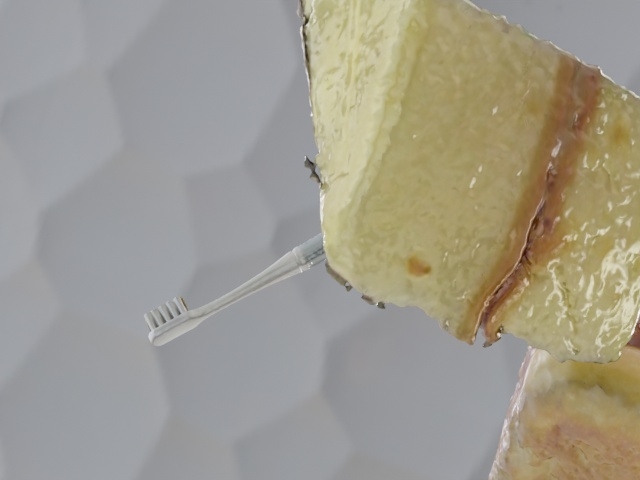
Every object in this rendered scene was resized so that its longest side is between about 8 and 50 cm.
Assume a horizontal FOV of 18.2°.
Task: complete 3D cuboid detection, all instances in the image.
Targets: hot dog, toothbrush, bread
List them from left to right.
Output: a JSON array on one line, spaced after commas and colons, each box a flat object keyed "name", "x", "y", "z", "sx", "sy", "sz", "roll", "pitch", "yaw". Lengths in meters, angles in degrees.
[{"name": "toothbrush", "x": 0.001, "y": 0.002, "z": 1.736, "sx": 0.030, "sy": 0.342, "sz": 0.025, "roll": 62, "pitch": 178, "yaw": 26}, {"name": "bread", "x": 0.081, "y": -0.032, "z": 1.163, "sx": 0.240, "sy": 0.178, "sz": 0.135, "roll": 23, "pitch": 173, "yaw": -32}, {"name": "hot dog", "x": 0.191, "y": 0.144, "z": 1.358, "sx": 0.150, "sy": 0.257, "sz": 0.153, "roll": 23, "pitch": -135, "yaw": 12}]
